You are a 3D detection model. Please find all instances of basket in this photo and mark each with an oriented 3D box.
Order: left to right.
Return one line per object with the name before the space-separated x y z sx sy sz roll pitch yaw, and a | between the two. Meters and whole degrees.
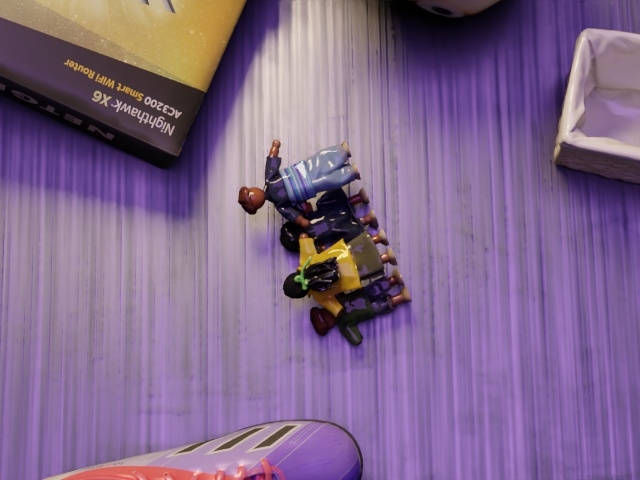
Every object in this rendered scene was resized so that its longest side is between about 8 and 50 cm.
basket | 0.299 -0.111 1.191 0.167 0.103 0.113 12 78 4

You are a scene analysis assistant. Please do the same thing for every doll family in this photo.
doll family | 0.000 0.000 1.189 0.111 0.076 0.193 -22 74 0

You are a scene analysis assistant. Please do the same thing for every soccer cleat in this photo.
soccer cleat | -0.118 0.222 1.115 0.318 0.116 0.108 -12 78 -2

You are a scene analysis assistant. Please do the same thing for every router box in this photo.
router box | -0.226 -0.240 1.189 0.309 0.081 0.242 24 79 -13

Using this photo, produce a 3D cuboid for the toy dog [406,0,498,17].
toy dog | 0.063 -0.389 1.181 0.395 0.284 0.407 -20 83 -36
